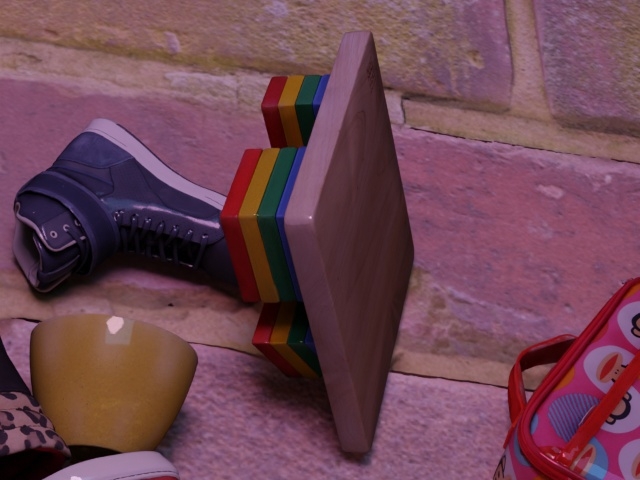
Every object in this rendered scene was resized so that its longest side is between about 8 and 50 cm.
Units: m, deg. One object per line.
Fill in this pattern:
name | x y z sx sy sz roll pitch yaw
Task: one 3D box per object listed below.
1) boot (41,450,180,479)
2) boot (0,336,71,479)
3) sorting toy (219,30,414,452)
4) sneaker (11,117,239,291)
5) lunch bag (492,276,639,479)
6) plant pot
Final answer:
boot | -0.179 0.262 1.184 0.244 0.088 0.176 -21 64 -33
boot | -0.394 0.116 1.212 0.377 0.138 0.284 -20 60 -28
sorting toy | 0.000 0.000 1.386 0.089 0.255 0.257 -1 40 15
sneaker | -0.161 0.007 1.426 0.226 0.086 0.163 33 48 12
lunch bag | 0.284 0.161 1.406 0.258 0.120 0.293 30 44 17
plant pot | -0.169 0.128 1.289 0.134 0.134 0.095 11 63 -8
